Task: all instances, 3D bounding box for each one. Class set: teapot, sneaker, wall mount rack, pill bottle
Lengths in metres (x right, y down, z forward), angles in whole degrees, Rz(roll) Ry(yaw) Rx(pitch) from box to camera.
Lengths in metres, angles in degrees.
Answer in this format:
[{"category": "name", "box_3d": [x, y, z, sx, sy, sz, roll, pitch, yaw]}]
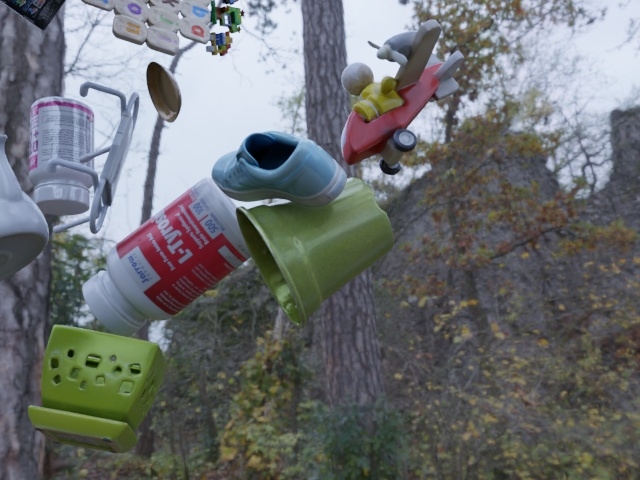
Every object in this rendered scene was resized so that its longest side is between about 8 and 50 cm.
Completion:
[{"category": "teapot", "box_3d": [-0.620, -0.029, 0.967, 0.256, 0.187, 0.252, -31, -8, -27]}, {"category": "sneaker", "box_3d": [-0.116, -0.163, 1.106, 0.366, 0.135, 0.150, 7, -30, 43]}, {"category": "wall mount rack", "box_3d": [-0.496, -0.162, 1.220, 0.131, 0.350, 0.304, 14, -30, -12]}, {"category": "pill bottle", "box_3d": [-0.683, -0.219, 1.489, 0.160, 0.283, 0.160, -6, -15, -2]}, {"category": "pill bottle", "box_3d": [-0.367, 0.049, 1.392, 0.408, 0.229, 0.229, -38, -14, -2]}]

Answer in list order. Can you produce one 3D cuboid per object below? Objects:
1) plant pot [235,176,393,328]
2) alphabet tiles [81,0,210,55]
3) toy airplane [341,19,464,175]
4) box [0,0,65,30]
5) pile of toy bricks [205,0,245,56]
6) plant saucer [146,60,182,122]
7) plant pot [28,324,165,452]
[{"category": "plant pot", "box_3d": [0.000, 0.000, 1.167, 0.254, 0.276, 0.276, -29, -9, -15]}, {"category": "alphabet tiles", "box_3d": [-0.380, -0.539, 1.246, 0.278, 0.284, 0.021, 10, -28, -28]}, {"category": "toy airplane", "box_3d": [0.189, -0.389, 1.470, 0.386, 0.272, 0.384, -57, -5, 21]}, {"category": "box", "box_3d": [-0.544, -0.542, 1.084, 0.220, 0.051, 0.175, -54, -11, 3]}, {"category": "pile of toy bricks", "box_3d": [-0.256, -0.627, 1.560, 0.118, 0.212, 0.105, 6, 13, 42]}, {"category": "plant saucer", "box_3d": [-0.211, -0.203, 0.767, 0.015, 0.083, 0.083, -27, -2, -33]}, {"category": "plant pot", "box_3d": [-0.477, 0.330, 1.208, 0.227, 0.207, 0.228, 12, -31, -4]}]
